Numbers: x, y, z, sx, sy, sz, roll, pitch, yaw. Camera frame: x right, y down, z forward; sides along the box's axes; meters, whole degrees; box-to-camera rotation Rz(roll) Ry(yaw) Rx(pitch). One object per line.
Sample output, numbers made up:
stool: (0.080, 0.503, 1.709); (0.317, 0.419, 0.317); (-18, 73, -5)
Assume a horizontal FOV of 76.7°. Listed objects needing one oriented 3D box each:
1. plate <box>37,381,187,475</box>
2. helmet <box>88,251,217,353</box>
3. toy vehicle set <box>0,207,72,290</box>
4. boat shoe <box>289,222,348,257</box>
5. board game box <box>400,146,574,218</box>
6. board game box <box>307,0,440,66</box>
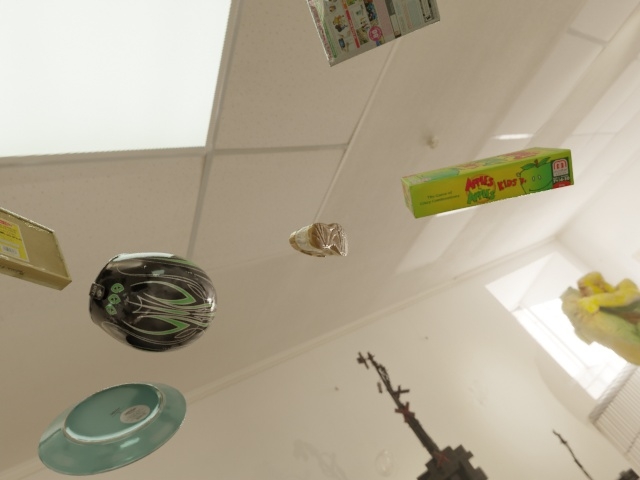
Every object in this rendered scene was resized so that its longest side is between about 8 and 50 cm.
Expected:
plate: (-0.287, 0.247, 0.570); (0.188, 0.188, 0.024); (-13, -72, -39)
helmet: (-0.247, 0.097, 0.632); (0.169, 0.161, 0.169); (14, -90, -85)
toy vehicle set: (-0.645, -0.004, 0.815); (0.035, 0.166, 0.267); (-39, -29, 1)
boat shoe: (0.000, 0.000, 0.733); (0.059, 0.063, 0.170); (-10, -12, 24)
board game box: (0.199, -0.075, 0.510); (0.181, 0.043, 0.092); (-12, 13, 8)
board game box: (0.127, -0.620, 1.047); (0.303, 0.097, 0.224); (-18, -66, 11)
